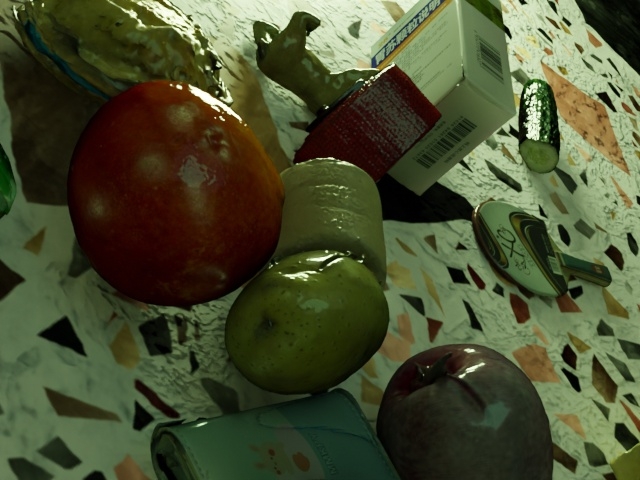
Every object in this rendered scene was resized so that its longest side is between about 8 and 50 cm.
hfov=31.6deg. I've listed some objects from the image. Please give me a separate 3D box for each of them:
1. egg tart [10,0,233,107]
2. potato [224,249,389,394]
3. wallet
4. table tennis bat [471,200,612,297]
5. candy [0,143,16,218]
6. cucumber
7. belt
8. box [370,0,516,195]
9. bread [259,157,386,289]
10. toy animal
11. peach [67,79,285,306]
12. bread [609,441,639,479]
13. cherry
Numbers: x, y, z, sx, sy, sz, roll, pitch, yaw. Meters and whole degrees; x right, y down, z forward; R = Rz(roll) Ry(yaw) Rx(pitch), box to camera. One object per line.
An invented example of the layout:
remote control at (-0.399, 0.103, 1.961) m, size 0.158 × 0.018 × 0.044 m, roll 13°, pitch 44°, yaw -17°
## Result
egg tart at (-0.212, -0.231, 1.284) m, size 0.291 × 0.107 × 0.290 m, roll 28°, pitch 21°, yaw -12°
potato at (-0.013, 0.079, 1.141) m, size 0.143 × 0.169 × 0.248 m, roll 44°, pitch 9°, yaw 11°
wallet at (-0.032, 0.237, 1.098) m, size 0.250 × 0.075 × 0.176 m, roll -3°, pitch 55°, yaw -48°
table tennis bat at (0.350, 0.027, 1.768) m, size 0.301 × 0.022 × 0.173 m, roll 17°, pitch 45°, yaw -34°
candy at (-0.357, -0.143, 0.978) m, size 0.097 × 0.097 × 0.323 m, roll -76°, pitch 155°, yaw -50°
cucumber at (0.385, -0.210, 1.991) m, size 0.074 × 0.074 × 0.241 m, roll 35°, pitch 35°, yaw -18°
belt at (0.056, -0.141, 1.483) m, size 0.201 × 0.128 × 0.124 m, roll -44°, pitch 91°, yaw -18°
box at (0.175, -0.240, 1.678) m, size 0.106 × 0.200 × 0.299 m, roll 32°, pitch 37°, yaw -24°
bread at (0.000, 0.000, 1.298) m, size 0.134 × 0.148 × 0.141 m, roll 34°, pitch 35°, yaw -33°
toy animal at (-0.008, -0.225, 1.577) m, size 0.219 × 0.103 × 0.101 m, roll 39°, pitch 54°, yaw -17°
peach at (-0.141, -0.038, 1.138) m, size 0.243 × 0.199 × 0.243 m, roll 33°, pitch 34°, yaw -26°
bread at (0.530, 0.345, 1.547) m, size 0.240 × 0.135 × 0.178 m, roll 8°, pitch 50°, yaw -46°
cherry at (0.157, 0.214, 1.226) m, size 0.213 × 0.184 × 0.266 m, roll -71°, pitch 143°, yaw -71°
